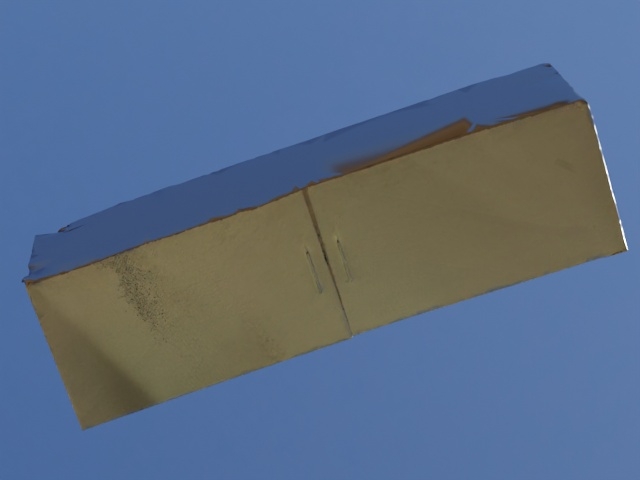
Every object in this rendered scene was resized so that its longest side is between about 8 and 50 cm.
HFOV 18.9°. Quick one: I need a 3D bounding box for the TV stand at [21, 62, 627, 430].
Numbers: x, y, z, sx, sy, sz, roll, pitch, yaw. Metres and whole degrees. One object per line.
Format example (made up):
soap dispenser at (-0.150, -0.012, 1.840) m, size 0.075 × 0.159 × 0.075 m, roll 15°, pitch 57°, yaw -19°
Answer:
TV stand at (0.000, 0.000, 0.919) m, size 0.269 × 0.083 × 0.088 m, roll -19°, pitch -161°, yaw 0°
